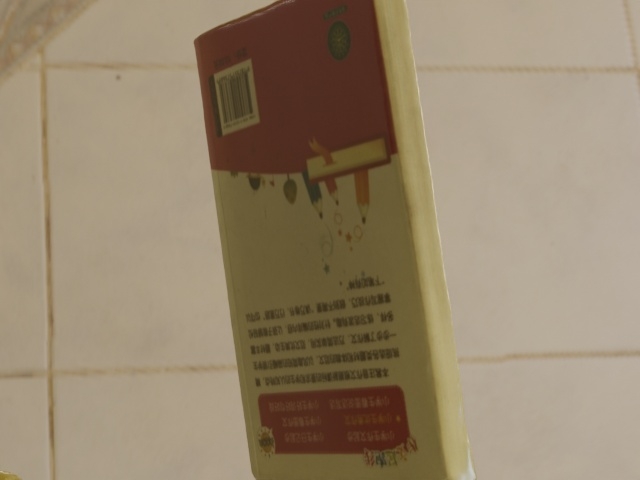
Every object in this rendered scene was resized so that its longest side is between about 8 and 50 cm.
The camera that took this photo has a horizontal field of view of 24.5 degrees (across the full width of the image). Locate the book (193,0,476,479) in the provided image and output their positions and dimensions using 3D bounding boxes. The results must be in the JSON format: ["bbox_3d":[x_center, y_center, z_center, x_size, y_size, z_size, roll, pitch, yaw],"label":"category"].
[{"bbox_3d":[0.000,0.000,0.697,0.022,0.162,0.232,-8,88,-35],"label":"book"}]

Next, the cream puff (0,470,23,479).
[{"bbox_3d":[-0.377,0.365,1.638,0.194,0.221,0.195,7,48,-8],"label":"cream puff"}]
